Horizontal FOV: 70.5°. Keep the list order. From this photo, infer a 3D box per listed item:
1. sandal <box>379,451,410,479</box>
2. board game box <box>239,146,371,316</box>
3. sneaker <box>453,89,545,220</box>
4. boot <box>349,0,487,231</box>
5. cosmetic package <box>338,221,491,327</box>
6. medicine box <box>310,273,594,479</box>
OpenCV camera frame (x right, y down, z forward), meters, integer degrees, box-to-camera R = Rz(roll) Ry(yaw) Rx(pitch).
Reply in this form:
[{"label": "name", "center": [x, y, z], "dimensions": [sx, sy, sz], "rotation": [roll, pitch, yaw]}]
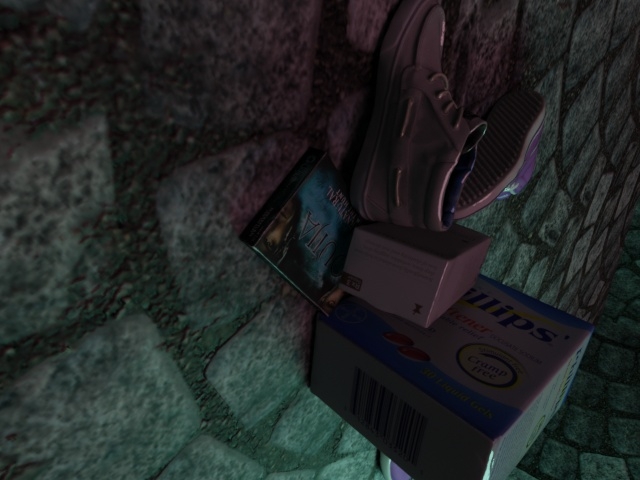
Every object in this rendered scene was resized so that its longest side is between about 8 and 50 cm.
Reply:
[{"label": "sandal", "center": [0.213, 0.376, 0.924], "dimensions": [0.169, 0.102, 0.416], "rotation": [-23, 127, -39]}, {"label": "board game box", "center": [0.000, 0.000, 0.528], "dimensions": [0.126, 0.026, 0.186], "rotation": [-54, 141, -11]}, {"label": "sneaker", "center": [0.278, -0.095, 0.726], "dimensions": [0.282, 0.102, 0.161], "rotation": [-44, 141, -22]}, {"label": "boot", "center": [0.124, -0.137, 0.491], "dimensions": [0.095, 0.123, 0.258], "rotation": [5, 100, -53]}, {"label": "cosmetic package", "center": [0.132, 0.025, 0.586], "dimensions": [0.231, 0.117, 0.085], "rotation": [-12, 120, -60]}, {"label": "medicine box", "center": [0.178, 0.167, 0.633], "dimensions": [0.289, 0.263, 0.149], "rotation": [-21, 127, -40]}]
